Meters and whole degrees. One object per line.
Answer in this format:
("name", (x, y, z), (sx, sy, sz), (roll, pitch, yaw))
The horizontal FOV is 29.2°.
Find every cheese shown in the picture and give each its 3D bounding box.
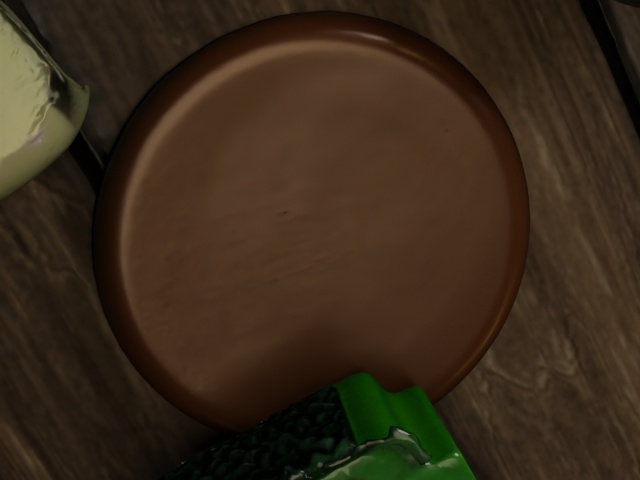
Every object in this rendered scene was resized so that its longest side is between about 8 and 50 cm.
("cheese", (-0.243, -0.031, 0.605), (0.255, 0.050, 0.127), (-39, 109, 0))

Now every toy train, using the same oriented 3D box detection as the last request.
("toy train", (0.000, 0.188, 0.668), (0.243, 0.132, 0.188), (-28, 107, 0))

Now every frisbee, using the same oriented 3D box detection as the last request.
("frisbee", (0.000, 0.000, 0.682), (0.251, 0.021, 0.251), (-3, 105, -13))

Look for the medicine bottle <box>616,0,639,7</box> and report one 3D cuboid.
("medicine bottle", (0.171, -0.222, 0.613), (0.107, 0.107, 0.191), (25, 98, -17))
